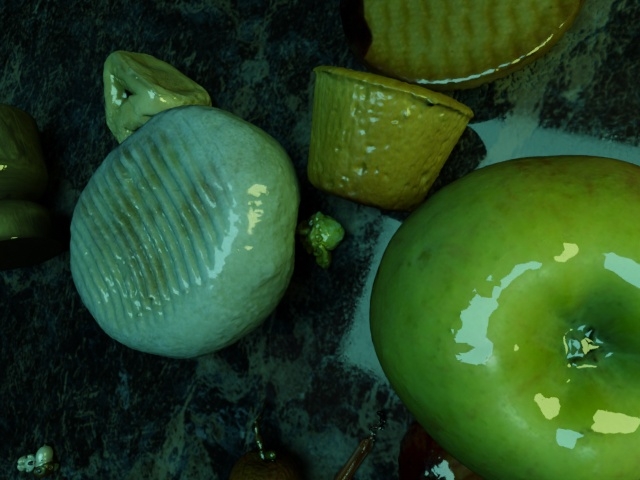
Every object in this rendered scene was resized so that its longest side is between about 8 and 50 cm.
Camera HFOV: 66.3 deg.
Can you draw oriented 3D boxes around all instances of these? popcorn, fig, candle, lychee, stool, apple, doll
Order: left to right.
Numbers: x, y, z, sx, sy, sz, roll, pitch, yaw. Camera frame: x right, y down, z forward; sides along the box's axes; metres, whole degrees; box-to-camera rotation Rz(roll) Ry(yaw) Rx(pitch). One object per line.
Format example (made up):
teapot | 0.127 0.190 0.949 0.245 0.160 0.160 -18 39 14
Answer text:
stool | -0.594 -0.094 0.899 0.179 0.179 0.264 -22 78 21
doll | -0.529 0.417 0.912 0.085 0.040 0.058 -31 62 14
lychee | -0.082 0.333 0.691 0.101 0.114 0.140 -28 95 -11
popcorn | 0.001 0.000 0.700 0.068 0.059 0.083 -6 92 23
candle | 0.048 0.307 0.680 0.026 0.021 0.167 40 104 41
fig | 0.148 0.282 0.585 0.128 0.150 0.128 16 131 20
apple | 0.220 0.070 0.467 0.338 0.305 0.338 -3 84 23

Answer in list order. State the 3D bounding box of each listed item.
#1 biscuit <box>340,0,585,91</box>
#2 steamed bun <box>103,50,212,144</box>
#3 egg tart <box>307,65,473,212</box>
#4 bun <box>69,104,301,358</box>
biscuit | 0.176 -0.335 0.633 0.318 0.040 0.318 -5 75 20
steamed bun | -0.281 -0.203 0.805 0.172 0.141 0.155 42 116 23
egg tart | 0.074 -0.121 0.611 0.203 0.202 0.147 21 104 23
bun | -0.182 -0.009 0.695 0.362 0.211 0.362 -3 82 25
